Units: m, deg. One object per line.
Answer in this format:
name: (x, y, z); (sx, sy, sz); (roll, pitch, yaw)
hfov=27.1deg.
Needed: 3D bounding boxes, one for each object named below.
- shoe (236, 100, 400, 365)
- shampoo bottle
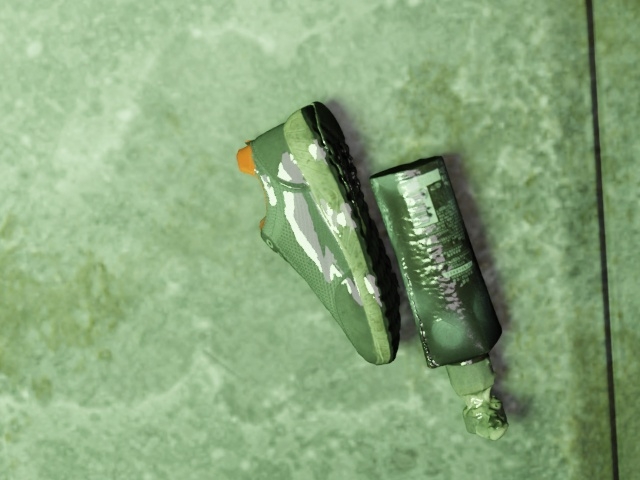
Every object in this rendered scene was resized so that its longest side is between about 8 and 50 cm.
shoe: (0.000, 0.002, 0.958); (0.077, 0.074, 0.194); (-18, 96, 14)
shampoo bottle: (0.093, 0.044, 0.964); (0.057, 0.063, 0.208); (-17, 99, 11)
